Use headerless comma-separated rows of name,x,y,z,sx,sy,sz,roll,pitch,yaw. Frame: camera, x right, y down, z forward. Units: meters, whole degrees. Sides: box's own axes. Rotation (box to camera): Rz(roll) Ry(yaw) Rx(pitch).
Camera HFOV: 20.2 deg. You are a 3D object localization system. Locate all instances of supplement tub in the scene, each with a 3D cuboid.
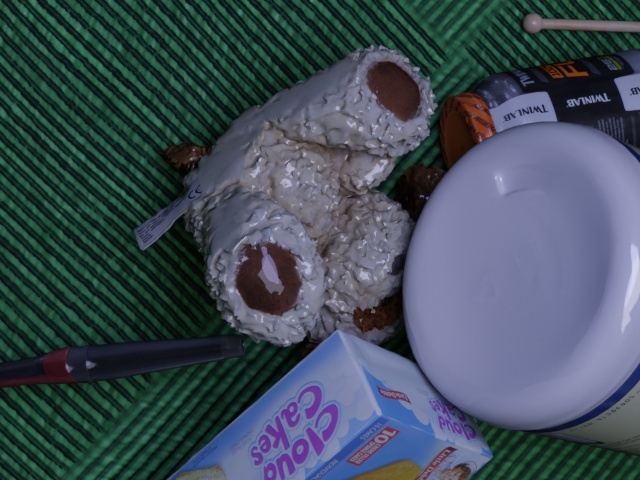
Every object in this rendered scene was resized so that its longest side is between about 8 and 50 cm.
supplement tub,0.249,0.052,1.432,0.325,0.235,0.235,17,87,-44
supplement tub,0.205,-0.093,1.522,0.190,0.117,0.117,-11,95,-17

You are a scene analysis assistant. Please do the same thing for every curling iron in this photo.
curling iron,-0.191,0.111,1.411,0.274,0.035,0.068,-15,92,5

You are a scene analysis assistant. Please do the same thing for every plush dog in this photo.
plush dog,0.000,0.000,1.448,0.225,0.210,0.262,46,63,-31

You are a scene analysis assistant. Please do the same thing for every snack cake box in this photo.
snack cake box,-0.017,0.198,1.392,0.264,0.089,0.152,-43,139,19

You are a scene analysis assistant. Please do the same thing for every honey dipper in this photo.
honey dipper,0.254,-0.190,1.580,0.161,0.030,0.030,2,91,-13
